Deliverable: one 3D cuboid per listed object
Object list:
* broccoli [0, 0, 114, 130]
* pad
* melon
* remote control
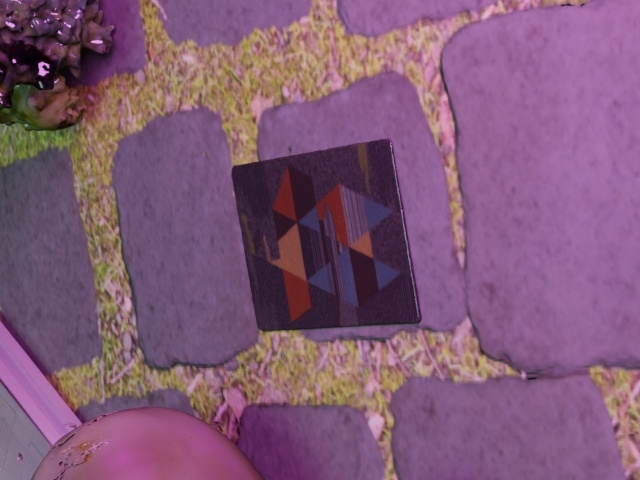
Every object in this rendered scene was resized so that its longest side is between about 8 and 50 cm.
[{"bbox_3d":[-0.374,-0.226,1.749,0.348,0.293,0.281,62,142,24],"label":"broccoli"},{"bbox_3d":[0.000,0.000,1.556,0.211,0.003,0.143,-8,92,53],"label":"pad"},{"bbox_3d":[-0.122,0.279,1.601,0.223,0.223,0.317,-50,60,46],"label":"melon"},{"bbox_3d":[-0.279,0.191,1.923,0.277,0.055,0.103,44,131,35],"label":"remote control"}]
